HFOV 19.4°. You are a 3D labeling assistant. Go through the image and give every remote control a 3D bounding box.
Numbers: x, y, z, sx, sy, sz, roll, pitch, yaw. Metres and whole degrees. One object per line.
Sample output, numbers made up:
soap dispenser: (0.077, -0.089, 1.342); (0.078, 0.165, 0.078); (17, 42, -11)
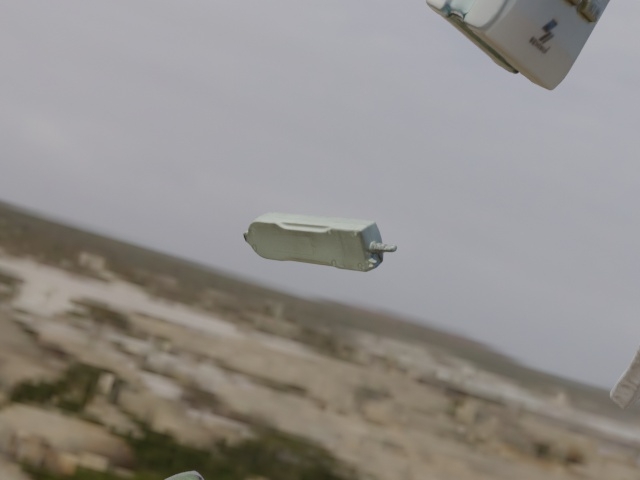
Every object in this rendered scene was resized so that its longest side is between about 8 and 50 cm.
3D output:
remote control: (0.162, -0.222, 1.012); (0.055, 0.277, 0.103); (31, 2, 31)

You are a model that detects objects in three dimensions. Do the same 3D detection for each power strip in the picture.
power strip: (0.000, 0.000, 1.876); (0.191, 0.047, 0.030); (6, 28, 39)

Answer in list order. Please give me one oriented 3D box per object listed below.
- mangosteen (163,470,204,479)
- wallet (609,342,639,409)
mangosteen: (-0.103, 0.320, 1.683); (0.243, 0.243, 0.243); (16, -3, 1)
wallet: (0.295, 0.050, 1.429); (0.032, 0.183, 0.124); (42, -29, 19)
